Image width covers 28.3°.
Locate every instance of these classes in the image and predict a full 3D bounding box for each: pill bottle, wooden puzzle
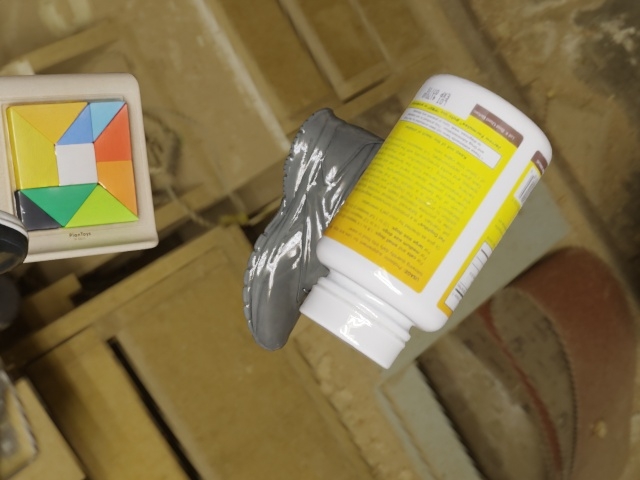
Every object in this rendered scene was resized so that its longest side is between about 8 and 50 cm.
[{"bbox_3d":[0.076,-0.012,0.978,0.117,0.215,0.117,34,176,3],"label":"pill bottle"},{"bbox_3d":[-0.317,-0.098,1.609,0.044,0.220,0.239,-15,83,58],"label":"wooden puzzle"}]

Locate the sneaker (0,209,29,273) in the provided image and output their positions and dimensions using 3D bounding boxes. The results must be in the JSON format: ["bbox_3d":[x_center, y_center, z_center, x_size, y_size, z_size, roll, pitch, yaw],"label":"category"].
[{"bbox_3d":[-0.276,0.041,0.840,0.079,0.216,0.121,-42,63,33],"label":"sneaker"}]

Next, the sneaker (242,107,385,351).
[{"bbox_3d":[0.000,0.000,1.443,0.130,0.109,0.286,22,101,12],"label":"sneaker"}]
